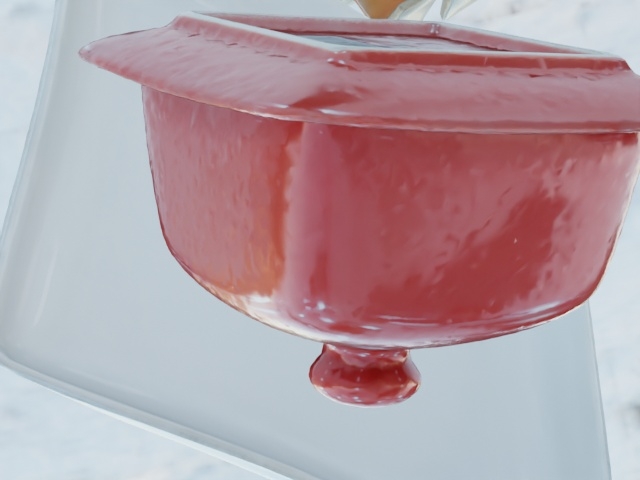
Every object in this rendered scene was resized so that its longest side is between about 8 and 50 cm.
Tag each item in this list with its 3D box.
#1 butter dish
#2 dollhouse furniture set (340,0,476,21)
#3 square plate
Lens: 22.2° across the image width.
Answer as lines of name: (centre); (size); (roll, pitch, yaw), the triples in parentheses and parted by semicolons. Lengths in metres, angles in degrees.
butter dish: (0.018, -0.006, 0.505); (0.160, 0.118, 0.160); (-1, -167, -30)
dollhouse furniture set: (-0.013, -0.269, 1.259); (0.259, 0.262, 0.135); (-33, 172, -22)
square plate: (0.000, 0.000, 0.825); (0.347, 0.344, 0.049); (27, 131, -25)
